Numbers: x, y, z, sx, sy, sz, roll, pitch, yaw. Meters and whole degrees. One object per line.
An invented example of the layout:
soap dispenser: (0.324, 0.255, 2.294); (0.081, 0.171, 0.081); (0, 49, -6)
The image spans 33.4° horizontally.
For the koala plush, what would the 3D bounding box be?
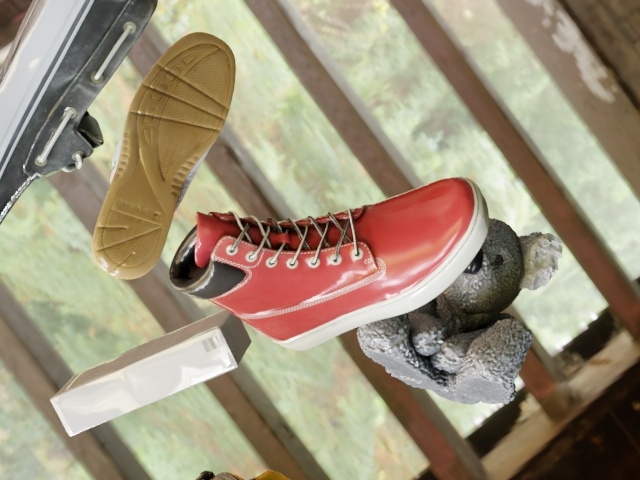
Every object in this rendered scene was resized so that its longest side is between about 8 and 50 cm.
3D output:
koala plush: (0.177, 0.070, 1.276); (0.203, 0.196, 0.221); (53, 52, -61)

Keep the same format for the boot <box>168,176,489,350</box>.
boot: (0.000, 0.000, 0.865); (0.244, 0.176, 0.088); (-31, -132, 28)

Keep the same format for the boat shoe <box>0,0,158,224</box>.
boat shoe: (-0.266, -0.117, 1.040); (0.335, 0.119, 0.121); (-57, -156, 20)

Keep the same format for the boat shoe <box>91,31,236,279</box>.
boat shoe: (-0.178, -0.095, 1.159); (0.277, 0.098, 0.096); (-66, -166, -4)

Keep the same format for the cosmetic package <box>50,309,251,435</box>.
cosmetic package: (-0.210, 0.164, 1.344); (0.239, 0.060, 0.099); (-23, -169, 12)

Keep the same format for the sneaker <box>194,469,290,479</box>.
sneaker: (-0.104, 0.224, 0.848); (0.225, 0.088, 0.093); (7, 107, -54)
